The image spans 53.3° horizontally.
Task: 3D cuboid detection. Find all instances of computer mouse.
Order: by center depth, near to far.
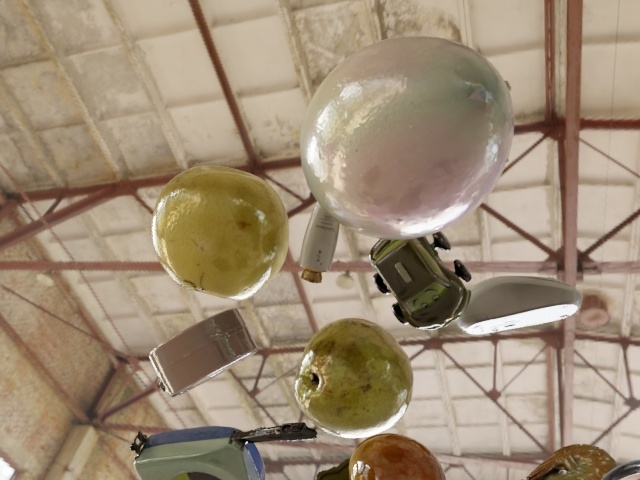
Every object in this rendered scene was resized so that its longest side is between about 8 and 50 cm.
[{"bbox_3d":[0.469,0.144,1.544,0.297,0.121,0.184,-17,-28,15],"label":"computer mouse"}]

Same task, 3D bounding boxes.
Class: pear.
[{"bbox_3d":[-0.242,-0.021,1.558,0.349,0.348,0.348,9,-45,9],"label":"pear"},{"bbox_3d":[0.077,0.350,1.585,0.304,0.304,0.303,9,-45,9],"label":"pear"}]

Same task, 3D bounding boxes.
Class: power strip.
[{"bbox_3d":[-0.176,0.168,0.957,0.154,0.154,0.078,-35,-100,39],"label":"power strip"}]

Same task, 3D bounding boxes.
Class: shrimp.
[{"bbox_3d":[0.462,0.459,1.231,0.217,0.115,0.051,-24,-61,15],"label":"shrimp"}]

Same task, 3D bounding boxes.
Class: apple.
[{"bbox_3d":[0.136,0.445,1.067,0.173,0.210,0.234,-3,-76,-2],"label":"apple"}]

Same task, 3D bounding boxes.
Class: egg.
[{"bbox_3d":[0.172,-0.185,1.091,0.355,0.354,0.340,34,-16,-15],"label":"egg"}]

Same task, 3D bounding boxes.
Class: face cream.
[{"bbox_3d":[0.000,0.000,1.343,0.072,0.051,0.182,12,-77,-10],"label":"face cream"}]

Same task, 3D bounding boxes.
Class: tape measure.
[{"bbox_3d":[-0.143,0.413,1.139,0.351,0.098,0.215,-10,-66,16],"label":"tape measure"}]

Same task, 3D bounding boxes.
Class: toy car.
[{"bbox_3d":[0.211,0.082,1.426,0.204,0.198,0.247,-37,-106,15],"label":"toy car"}]

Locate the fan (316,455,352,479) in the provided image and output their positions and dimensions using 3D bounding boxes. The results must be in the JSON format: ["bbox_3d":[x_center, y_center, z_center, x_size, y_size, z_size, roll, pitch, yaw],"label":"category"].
[{"bbox_3d":[0.110,0.543,1.186,0.335,0.229,0.011,45,-25,-8],"label":"fan"}]

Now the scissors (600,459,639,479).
[{"bbox_3d":[0.377,0.348,0.769,0.256,0.384,0.029,-38,-105,53],"label":"scissors"}]
